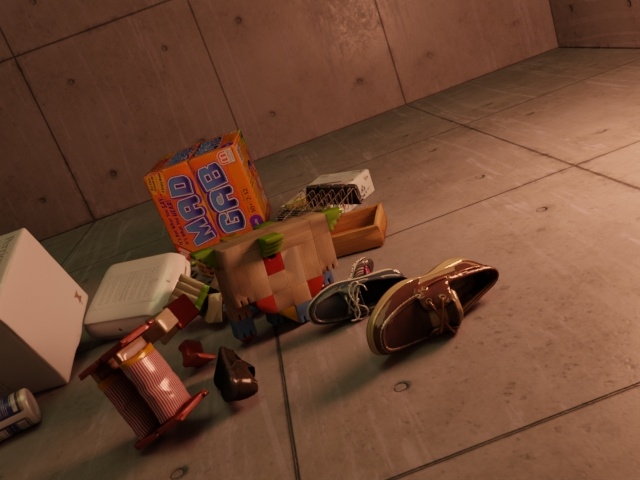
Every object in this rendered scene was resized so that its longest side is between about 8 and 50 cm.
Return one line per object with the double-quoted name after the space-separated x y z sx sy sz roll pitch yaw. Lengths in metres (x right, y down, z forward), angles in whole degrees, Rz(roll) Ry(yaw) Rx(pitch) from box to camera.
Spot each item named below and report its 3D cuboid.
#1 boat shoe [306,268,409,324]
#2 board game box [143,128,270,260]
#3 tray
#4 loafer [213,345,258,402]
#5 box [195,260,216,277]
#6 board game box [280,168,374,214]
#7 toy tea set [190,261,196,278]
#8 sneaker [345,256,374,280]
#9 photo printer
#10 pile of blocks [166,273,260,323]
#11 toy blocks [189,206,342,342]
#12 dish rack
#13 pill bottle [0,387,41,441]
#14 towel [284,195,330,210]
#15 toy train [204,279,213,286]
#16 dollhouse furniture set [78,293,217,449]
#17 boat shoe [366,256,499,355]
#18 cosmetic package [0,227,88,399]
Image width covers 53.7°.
0.092 0.136 1.494 0.254 0.095 0.079 -16 6 -15 "boat shoe"
-0.427 -0.188 2.496 0.356 0.356 0.356 -20 19 4 "board game box"
0.000 0.000 1.986 0.410 0.076 0.203 -14 19 14 "tray"
-0.184 0.296 1.380 0.078 0.080 0.220 9 10 -18 "loafer"
-0.320 0.083 2.102 0.087 0.058 0.232 -33 22 -30 "box"
0.029 -0.157 2.351 0.224 0.098 0.303 -5 24 38 "board game box"
-0.578 0.137 2.115 0.336 0.124 0.200 -23 19 -9 "toy tea set"
0.112 0.100 1.614 0.074 0.063 0.170 -8 27 32 "sneaker"
-0.541 0.166 1.918 0.307 0.107 0.256 -12 45 24 "photo printer"
-0.242 0.167 1.765 0.362 0.149 0.112 -5 -21 14 "pile of blocks"
-0.100 0.096 1.574 0.381 0.261 0.190 -21 15 -25 "toy blocks"
-0.006 -0.103 2.007 0.208 0.074 0.271 0 30 30 "dish rack"
-0.783 0.439 1.539 0.169 0.094 0.094 -25 19 -15 "pill bottle"
-0.035 -0.104 2.125 0.102 0.021 0.237 -27 27 -16 "towel"
-0.375 0.168 1.973 0.036 0.027 0.158 -15 19 25 "toy train"
-0.325 0.254 1.394 0.152 0.201 0.374 -37 4 24 "dollhouse furniture set"
0.242 0.133 1.309 0.342 0.123 0.123 -25 17 -33 "boat shoe"
-0.928 0.232 1.760 0.393 0.327 0.329 -18 43 8 "cosmetic package"
